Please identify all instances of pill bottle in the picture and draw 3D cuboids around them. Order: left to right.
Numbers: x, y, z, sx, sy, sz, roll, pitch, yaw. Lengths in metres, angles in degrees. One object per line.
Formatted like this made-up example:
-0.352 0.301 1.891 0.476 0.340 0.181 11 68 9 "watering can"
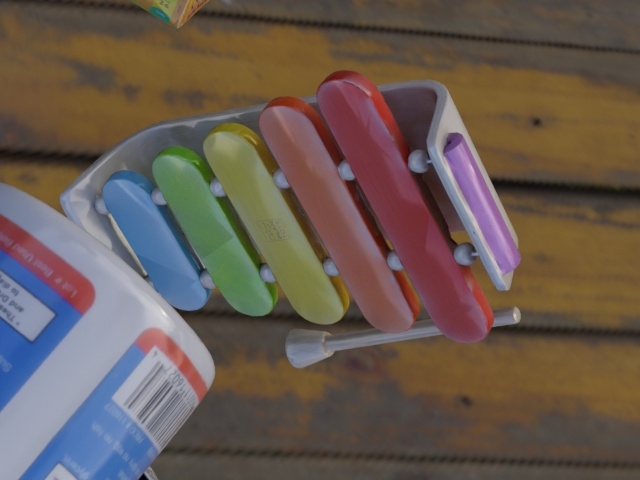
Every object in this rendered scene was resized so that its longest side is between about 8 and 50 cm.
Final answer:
-0.153 0.096 0.735 0.124 0.124 0.221 46 74 -23 "pill bottle"

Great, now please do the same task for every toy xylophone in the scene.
0.000 0.000 1.260 0.322 0.081 0.236 -15 120 40 "toy xylophone"

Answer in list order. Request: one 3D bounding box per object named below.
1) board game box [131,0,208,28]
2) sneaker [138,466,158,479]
-0.166 -0.233 1.213 0.259 0.124 0.039 30 129 7 "board game box"
-0.141 0.293 1.514 0.105 0.281 0.115 -14 154 -20 "sneaker"
